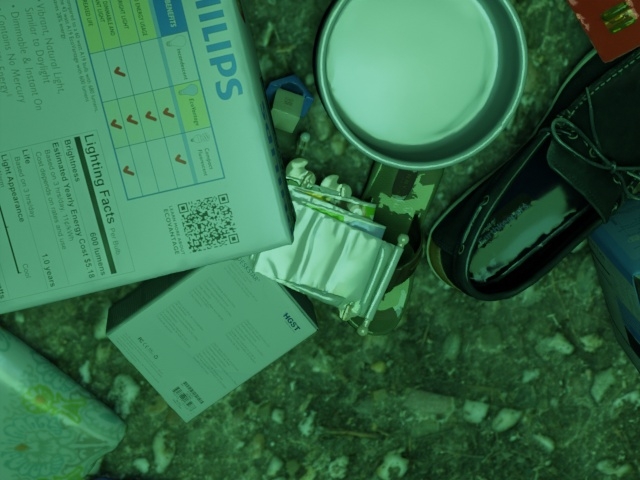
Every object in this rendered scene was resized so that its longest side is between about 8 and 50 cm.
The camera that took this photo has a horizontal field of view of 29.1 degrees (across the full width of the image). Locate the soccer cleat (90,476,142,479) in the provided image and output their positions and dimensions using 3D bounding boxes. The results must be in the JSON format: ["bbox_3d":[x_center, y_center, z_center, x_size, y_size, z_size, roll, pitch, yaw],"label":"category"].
[{"bbox_3d":[-0.225,0.395,1.824,0.248,0.083,0.095,29,77,-12],"label":"soccer cleat"}]

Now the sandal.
[{"bbox_3d":[0.092,-0.006,1.682,0.120,0.086,0.303,10,111,-11],"label":"sandal"}]

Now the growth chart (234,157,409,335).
[{"bbox_3d":[0.000,0.000,1.620,0.237,0.021,0.172,29,91,-12],"label":"growth chart"}]

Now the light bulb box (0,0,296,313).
[{"bbox_3d":[-0.241,-0.136,1.465,0.361,0.225,0.358,-13,99,3],"label":"light bulb box"}]

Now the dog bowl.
[{"bbox_3d":[0.123,-0.226,1.562,0.265,0.104,0.265,-1,101,-5],"label":"dog bowl"}]

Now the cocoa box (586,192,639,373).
[{"bbox_3d":[0.572,0.037,1.680,0.347,0.231,0.228,-21,113,2],"label":"cocoa box"}]

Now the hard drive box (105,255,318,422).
[{"bbox_3d":[-0.149,0.109,1.699,0.232,0.089,0.181,-35,112,8],"label":"hard drive box"}]

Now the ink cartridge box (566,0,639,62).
[{"bbox_3d":[0.357,-0.417,1.434,0.308,0.091,0.385,-26,106,33],"label":"ink cartridge box"}]

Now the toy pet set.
[{"bbox_3d":[-0.065,-0.164,1.627,0.122,0.065,0.114,19,144,-11],"label":"toy pet set"}]

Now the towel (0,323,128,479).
[{"bbox_3d":[-0.513,0.291,1.734,0.374,0.090,0.320,-44,113,11],"label":"towel"}]

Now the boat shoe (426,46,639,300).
[{"bbox_3d":[0.350,-0.101,1.640,0.500,0.156,0.187,-44,109,9],"label":"boat shoe"}]
